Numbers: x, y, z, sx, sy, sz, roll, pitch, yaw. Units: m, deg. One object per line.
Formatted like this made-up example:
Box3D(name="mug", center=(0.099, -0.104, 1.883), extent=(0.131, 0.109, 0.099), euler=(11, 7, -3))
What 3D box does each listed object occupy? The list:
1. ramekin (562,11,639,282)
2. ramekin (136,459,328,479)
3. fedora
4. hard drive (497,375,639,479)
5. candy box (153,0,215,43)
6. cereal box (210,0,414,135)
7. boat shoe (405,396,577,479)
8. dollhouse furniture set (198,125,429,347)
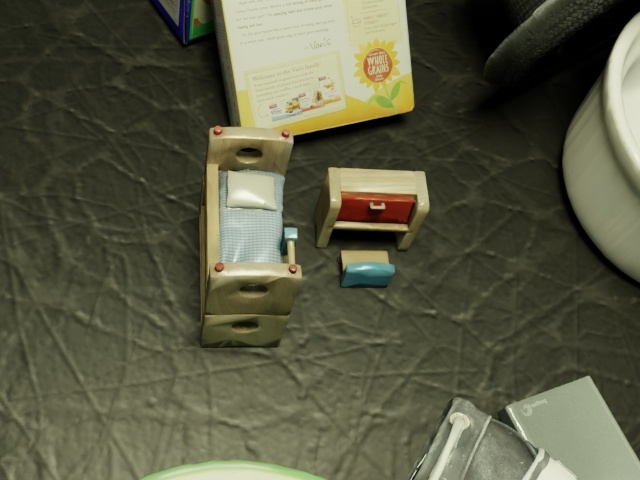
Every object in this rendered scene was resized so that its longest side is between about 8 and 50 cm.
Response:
Box3D(name="ramekin", center=(0.359, -0.075, 0.808), extent=(0.277, 0.135, 0.277), euler=(5, 64, -10))
Box3D(name="ramekin", center=(-0.057, 0.278, 0.524), extent=(0.303, 0.148, 0.303), euler=(5, 60, -9))
Box3D(name="fedora", center=(0.263, -0.281, 0.803), extent=(0.334, 0.334, 0.152), euler=(-30, 86, -24))
Box3D(name="hard drive", center=(0.207, 0.180, 0.697), extent=(0.094, 0.022, 0.135), euler=(-12, 63, -30))
Box3D(name="candy box", center=(-0.066, -0.378, 0.910), extent=(0.317, 0.122, 0.268), euler=(-27, 70, -22))
Box3D(name="cereal box", center=(-0.011, -0.218, 0.786), extent=(0.173, 0.047, 0.240), euler=(-13, 109, -18))
Box3D(name="boat shoe", center=(0.017, 0.197, 0.436), extent=(0.102, 0.108, 0.301), euler=(39, 58, 11))
Box3D(name="dollhouse furniture set", center=(0.000, 0.000, 0.704), extent=(0.184, 0.129, 0.129), euler=(1, 61, -11))
